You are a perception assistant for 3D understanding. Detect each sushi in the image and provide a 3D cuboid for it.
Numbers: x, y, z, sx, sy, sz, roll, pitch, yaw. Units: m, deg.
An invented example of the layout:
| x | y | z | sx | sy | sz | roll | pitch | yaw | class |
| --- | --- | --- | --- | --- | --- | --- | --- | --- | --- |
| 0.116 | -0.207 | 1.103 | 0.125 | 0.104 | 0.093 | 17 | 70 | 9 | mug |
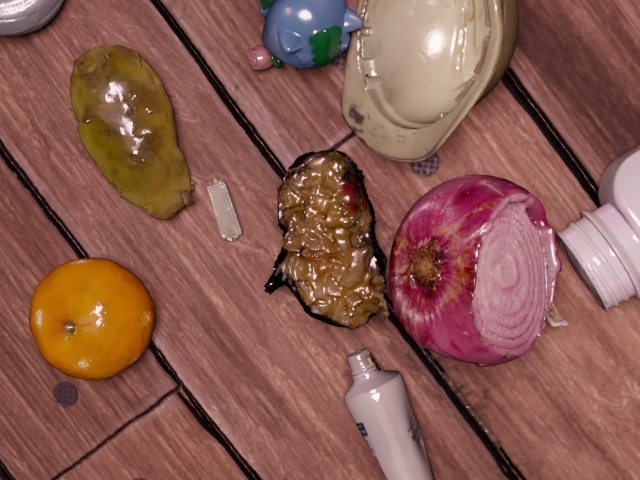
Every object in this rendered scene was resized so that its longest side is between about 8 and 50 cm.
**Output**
| x | y | z | sx | sy | sz | roll | pitch | yaw | class |
| --- | --- | --- | --- | --- | --- | --- | --- | --- | --- |
| 0.000 | 0.000 | 0.911 | 0.147 | 0.115 | 0.212 | -8 | 97 | 7 | sushi |

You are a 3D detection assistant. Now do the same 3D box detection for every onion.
| x | y | z | sx | sy | sz | roll | pitch | yaw | class |
| --- | --- | --- | --- | --- | --- | --- | --- | --- | --- |
| 0.162 | 0.032 | 0.867 | 0.201 | 0.200 | 0.207 | -12 | 110 | 8 | onion |

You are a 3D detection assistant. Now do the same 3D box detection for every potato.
| x | y | z | sx | sy | sz | roll | pitch | yaw | class |
| --- | --- | --- | --- | --- | --- | --- | --- | --- | --- |
| -0.229 | -0.130 | 0.934 | 0.117 | 0.090 | 0.225 | -22 | 101 | 3 | potato |

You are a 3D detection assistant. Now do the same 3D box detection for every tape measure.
| x | y | z | sx | sy | sz | roll | pitch | yaw | class |
| --- | --- | --- | --- | --- | --- | --- | --- | --- | --- |
| -0.315 | -0.365 | 0.936 | 0.330 | 0.084 | 0.164 | -27 | 94 | -9 | tape measure |

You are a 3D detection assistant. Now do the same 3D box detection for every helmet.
| x | y | z | sx | sy | sz | roll | pitch | yaw | class |
| --- | --- | --- | --- | --- | --- | --- | --- | --- | --- |
| 0.143 | -0.219 | 0.858 | 0.204 | 0.137 | 0.257 | 38 | 122 | 37 | helmet |

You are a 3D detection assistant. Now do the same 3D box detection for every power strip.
| x | y | z | sx | sy | sz | roll | pitch | yaw | class |
| --- | --- | --- | --- | --- | --- | --- | --- | --- | --- |
| -0.122 | -0.041 | 0.968 | 0.027 | 0.017 | 0.083 | -16 | 96 | 7 | power strip |

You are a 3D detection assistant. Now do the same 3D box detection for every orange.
| x | y | z | sx | sy | sz | roll | pitch | yaw | class |
| --- | --- | --- | --- | --- | --- | --- | --- | --- | --- |
| -0.287 | 0.099 | 0.953 | 0.156 | 0.124 | 0.156 | 0 | 99 | 3 | orange |

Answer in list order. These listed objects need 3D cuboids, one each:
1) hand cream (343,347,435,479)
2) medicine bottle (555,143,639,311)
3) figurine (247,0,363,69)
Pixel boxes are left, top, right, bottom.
| x | y | z | sx | sy | sz | roll | pitch | yaw | class |
| --- | --- | --- | --- | --- | --- | --- | --- | --- | --- |
| 0.116 | 0.291 | 0.941 | 0.078 | 0.124 | 0.340 | -25 | 90 | 8 | hand cream |
| 0.432 | -0.048 | 0.852 | 0.324 | 0.124 | 0.179 | -33 | 91 | 8 | medicine bottle |
| -0.035 | -0.268 | 0.894 | 0.114 | 0.144 | 0.178 | -21 | 72 | -27 | figurine |
